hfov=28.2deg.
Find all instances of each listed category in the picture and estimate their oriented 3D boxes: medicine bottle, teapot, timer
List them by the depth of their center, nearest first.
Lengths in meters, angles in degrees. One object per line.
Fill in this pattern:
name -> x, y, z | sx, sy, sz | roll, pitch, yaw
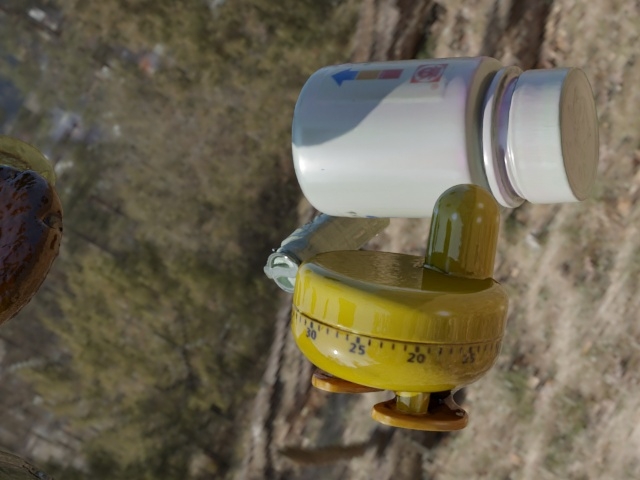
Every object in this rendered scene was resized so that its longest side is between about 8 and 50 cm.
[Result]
timer -> 0.041, 0.026, 0.617 | 0.107, 0.107, 0.109 | -138, 53, -73
medicine bottle -> 0.130, -0.107, 1.326 | 0.293, 0.170, 0.170 | 0, 52, 29
teapot -> 0.000, 0.000, 1.866 | 0.107, 0.077, 0.200 | -9, 22, 49

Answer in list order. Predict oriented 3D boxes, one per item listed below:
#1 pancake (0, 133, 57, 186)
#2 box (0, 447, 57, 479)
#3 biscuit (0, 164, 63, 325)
pancake -> -0.430, -0.074, 1.469 | 0.253, 0.254, 0.037 | -37, 51, 50
box -> -0.211, 0.249, 0.872 | 0.111, 0.397, 0.396 | -57, -25, -3
biscuit -> -0.353, 0.014, 1.289 | 0.212, 0.036, 0.212 | -16, 52, 21
